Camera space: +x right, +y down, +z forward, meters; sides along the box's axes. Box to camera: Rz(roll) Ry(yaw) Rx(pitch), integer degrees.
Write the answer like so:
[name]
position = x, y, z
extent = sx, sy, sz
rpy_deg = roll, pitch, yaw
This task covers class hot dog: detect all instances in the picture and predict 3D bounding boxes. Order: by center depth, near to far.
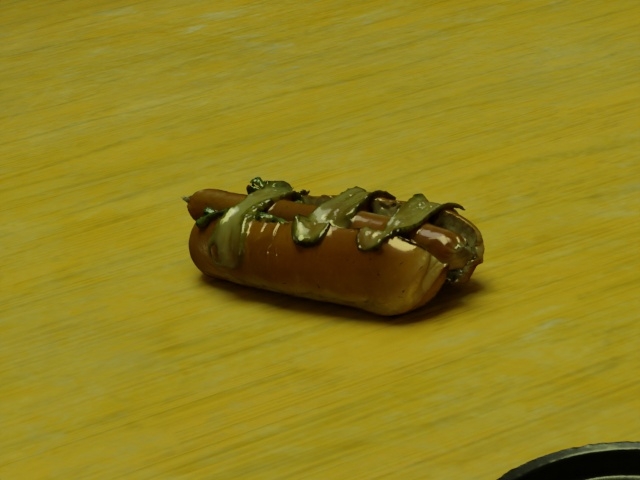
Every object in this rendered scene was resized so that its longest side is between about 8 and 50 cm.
[hot dog]
position = 0.000, 0.000, 1.255
extent = 0.269, 0.072, 0.109
rpy_deg = 9, 24, 39

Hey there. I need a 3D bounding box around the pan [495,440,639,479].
[pan]
position = 0.133, 0.154, 0.816
extent = 0.136, 0.028, 0.235
rpy_deg = -6, 16, 12
